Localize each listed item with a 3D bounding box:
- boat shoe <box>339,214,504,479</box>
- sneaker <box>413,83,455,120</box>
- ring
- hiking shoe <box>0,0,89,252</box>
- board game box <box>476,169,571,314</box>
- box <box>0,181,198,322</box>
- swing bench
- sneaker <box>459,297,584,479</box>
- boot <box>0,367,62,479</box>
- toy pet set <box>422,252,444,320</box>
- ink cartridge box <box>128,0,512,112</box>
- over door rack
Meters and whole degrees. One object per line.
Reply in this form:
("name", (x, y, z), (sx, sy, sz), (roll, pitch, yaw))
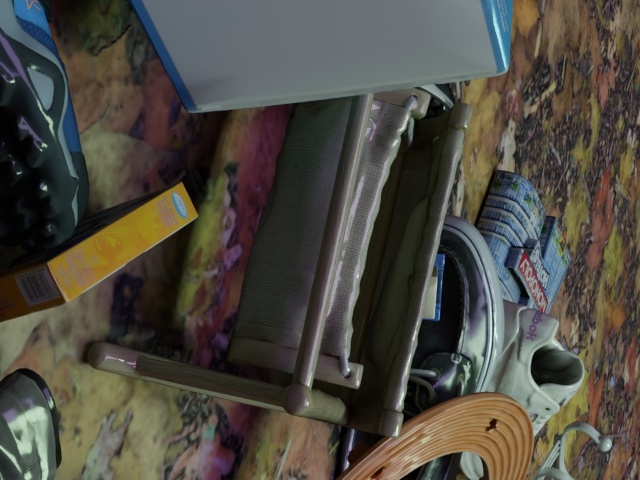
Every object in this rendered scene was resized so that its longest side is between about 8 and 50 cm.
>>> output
("boat shoe", (0.092, 0.144, 1.065), (0.119, 0.121, 0.335), (-8, 107, -64))
("sneaker", (0.044, -0.176, 0.918), (0.283, 0.107, 0.124), (30, 66, -60))
("ring", (0.059, 0.264, 1.003), (0.336, 0.032, 0.337), (-28, 140, -26))
("hiking shoe", (-0.162, -0.132, 0.546), (0.132, 0.113, 0.304), (-59, 148, -44))
("board game box", (0.229, 0.051, 1.350), (0.194, 0.060, 0.194), (55, 50, -52))
("box", (-0.133, 0.004, 0.663), (0.136, 0.081, 0.028), (-42, 110, -51))
("swing bench", (0.000, 0.000, 0.819), (0.254, 0.165, 0.253), (27, 74, -60))
("sneaker", (0.220, 0.186, 1.279), (0.114, 0.152, 0.305), (-59, 146, -38))
("boot", (-0.202, 0.099, 0.592), (0.161, 0.083, 0.247), (-36, 134, -61))
("toy pet set", (0.051, 0.029, 1.004), (0.065, 0.114, 0.122), (-66, 160, -75))
("ink cartridge box", (0.003, -0.244, 0.657), (0.198, 0.197, 0.270), (66, 26, -44))
("over door rack", (0.261, 0.410, 1.384), (0.239, 0.108, 0.324), (-36, 145, -52))
